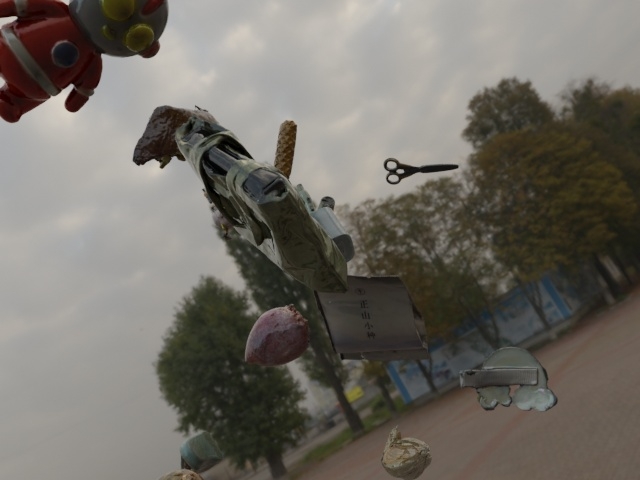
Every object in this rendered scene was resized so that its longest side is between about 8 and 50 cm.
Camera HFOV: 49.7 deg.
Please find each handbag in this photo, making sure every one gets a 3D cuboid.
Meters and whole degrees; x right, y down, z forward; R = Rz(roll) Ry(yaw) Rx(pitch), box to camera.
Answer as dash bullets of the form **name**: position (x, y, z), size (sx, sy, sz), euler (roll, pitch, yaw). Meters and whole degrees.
- **handbag**: position (-0.097, -0.060, 1.099), size (0.109, 0.316, 0.253), euler (-43, -41, -11)

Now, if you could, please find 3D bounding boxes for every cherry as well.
- **cherry**: position (-0.150, 0.337, 2.336), size (0.249, 0.175, 0.192), euler (-32, -42, -8)

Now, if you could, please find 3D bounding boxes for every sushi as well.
- **sushi**: position (-0.313, -0.232, 1.646), size (0.166, 0.179, 0.296), euler (-11, 3, 12)

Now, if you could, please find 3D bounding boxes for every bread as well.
- **bread**: position (-0.086, -0.214, 1.662), size (0.044, 0.157, 0.052), euler (11, -8, -18)

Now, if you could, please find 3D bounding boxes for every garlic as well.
- **garlic**: position (0.164, 0.401, 1.278), size (0.094, 0.074, 0.113), euler (0, 19, 38)

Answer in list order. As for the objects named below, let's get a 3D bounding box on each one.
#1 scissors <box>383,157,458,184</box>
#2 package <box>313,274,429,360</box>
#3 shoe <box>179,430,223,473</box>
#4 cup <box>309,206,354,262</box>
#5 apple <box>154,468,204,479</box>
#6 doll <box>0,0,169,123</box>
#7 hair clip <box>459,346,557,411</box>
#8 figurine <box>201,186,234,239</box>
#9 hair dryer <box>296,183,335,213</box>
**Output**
- **scissors**: position (0.295, -0.209, 2.030), size (0.220, 0.088, 0.017), euler (-3, 32, 17)
- **package**: position (0.099, 0.153, 1.400), size (0.203, 0.251, 0.062), euler (-4, 39, 23)
- **shoe**: position (-0.273, 0.466, 1.494), size (0.078, 0.079, 0.195), euler (-33, -14, -3)
- **cup**: position (0.000, 0.000, 1.653), size (0.128, 0.129, 0.095), euler (-23, -51, -10)
- **apple**: position (-0.227, 0.435, 1.123), size (0.102, 0.126, 0.126), euler (-22, -14, -34)
- **doll**: position (-0.244, -0.215, 0.715), size (0.245, 0.076, 0.142), euler (-30, -40, -4)
- **hair clip**: position (0.343, 0.254, 1.267), size (0.172, 0.116, 0.049), euler (-1, -2, 3)
- **figurine**: position (-0.338, -0.120, 2.390), size (0.112, 0.229, 0.137), euler (-28, 4, -1)
- **hair dryer**: position (-0.009, -0.091, 1.981), size (0.088, 0.225, 0.219), euler (-10, -13, -20)
